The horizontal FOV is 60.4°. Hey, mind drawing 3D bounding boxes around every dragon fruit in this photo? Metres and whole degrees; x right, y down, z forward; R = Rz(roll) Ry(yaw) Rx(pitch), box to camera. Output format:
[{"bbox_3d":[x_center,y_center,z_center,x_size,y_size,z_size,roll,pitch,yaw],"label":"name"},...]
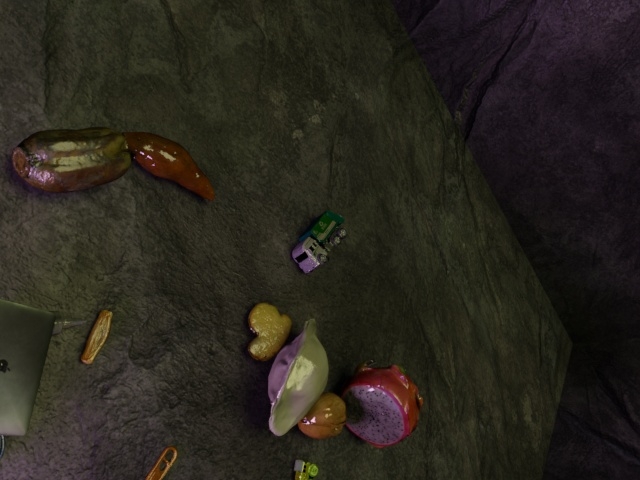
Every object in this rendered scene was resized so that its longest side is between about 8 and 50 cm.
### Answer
[{"bbox_3d":[0.217,0.544,1.889,0.291,0.290,0.189,61,37,-13],"label":"dragon fruit"}]

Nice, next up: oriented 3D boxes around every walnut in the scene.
[{"bbox_3d":[0.012,0.562,1.769,0.180,0.144,0.144,16,66,-47],"label":"walnut"}]

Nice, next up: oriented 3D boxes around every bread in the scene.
[{"bbox_3d":[-0.180,0.285,1.715,0.149,0.065,0.188,44,52,-13],"label":"bread"}]

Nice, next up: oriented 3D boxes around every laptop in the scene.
[{"bbox_3d":[-0.664,0.260,1.139,0.187,0.015,0.269,31,56,-50],"label":"laptop"}]

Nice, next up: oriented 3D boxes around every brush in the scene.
[{"bbox_3d":[-0.450,0.644,1.349,0.090,0.017,0.314,55,45,-23],"label":"brush"}]

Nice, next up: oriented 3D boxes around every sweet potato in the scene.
[{"bbox_3d":[-0.437,-0.230,1.571,0.359,0.112,0.112,26,60,-35],"label":"sweet potato"}]

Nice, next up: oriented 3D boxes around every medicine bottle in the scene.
[{"bbox_3d":[-0.638,0.192,1.263,0.199,0.057,0.058,4,75,-46],"label":"medicine bottle"}]

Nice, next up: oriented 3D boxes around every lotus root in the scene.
[{"bbox_3d":[-0.603,-0.200,1.352,0.274,0.160,0.152,-16,114,-46],"label":"lotus root"}]

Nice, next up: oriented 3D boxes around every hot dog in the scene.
[{"bbox_3d":[-0.550,0.240,1.360,0.044,0.028,0.137,18,59,-13],"label":"hot dog"}]

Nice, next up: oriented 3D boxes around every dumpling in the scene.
[{"bbox_3d":[-0.072,0.393,1.661,0.341,0.181,0.260,-32,139,-35],"label":"dumpling"}]

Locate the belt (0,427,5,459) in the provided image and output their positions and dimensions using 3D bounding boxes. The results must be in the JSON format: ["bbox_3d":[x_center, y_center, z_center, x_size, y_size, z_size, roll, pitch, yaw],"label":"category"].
[{"bbox_3d":[-0.728,0.406,1.081,0.190,0.082,0.142,36,44,-39],"label":"belt"}]

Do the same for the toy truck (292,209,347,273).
[{"bbox_3d":[0.000,0.000,1.955,0.124,0.114,0.253,47,47,-8],"label":"toy truck"}]

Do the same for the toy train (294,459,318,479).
[{"bbox_3d":[-0.059,0.808,1.680,0.085,0.053,0.250,22,64,-30],"label":"toy train"}]
